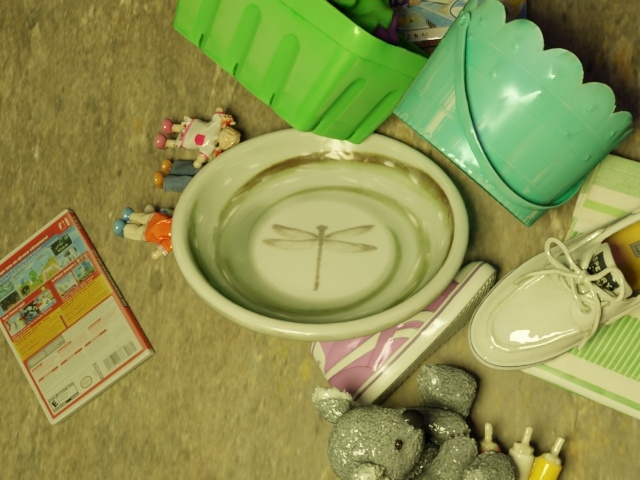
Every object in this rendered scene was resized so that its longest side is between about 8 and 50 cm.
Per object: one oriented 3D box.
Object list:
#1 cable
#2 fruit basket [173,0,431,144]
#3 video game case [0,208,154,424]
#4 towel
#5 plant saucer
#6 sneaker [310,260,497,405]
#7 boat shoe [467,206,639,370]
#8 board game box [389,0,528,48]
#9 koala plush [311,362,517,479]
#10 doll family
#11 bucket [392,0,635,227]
[{"bbox_3d":[0.234,0.382,1.117,0.139,0.072,0.287,8,83,21],"label":"cable"},{"bbox_3d":[0.001,-0.368,1.161,0.392,0.283,0.392,-1,88,33],"label":"fruit basket"},{"bbox_3d":[-0.416,0.121,1.367,0.204,0.025,0.285,-36,74,8],"label":"video game case"},{"bbox_3d":[0.428,0.067,1.130,0.247,0.038,0.325,22,87,17],"label":"towel"},{"bbox_3d":[0.000,0.000,1.168,0.400,0.101,0.401,-1,45,1],"label":"plant saucer"},{"bbox_3d":[0.103,0.096,1.185,0.282,0.102,0.161,-43,70,6],"label":"sneaker"},{"bbox_3d":[0.346,0.048,1.053,0.367,0.156,0.136,-28,75,8],"label":"boat shoe"},{"bbox_3d":[0.203,-0.360,1.257,0.201,0.035,0.136,-3,81,16],"label":"board game box"},{"bbox_3d":[0.092,0.271,1.077,0.203,0.221,0.196,-43,48,26],"label":"koala plush"},{"bbox_3d":[-0.184,-0.070,1.299,0.163,0.118,0.263,9,66,23],"label":"doll family"},{"bbox_3d":[0.242,-0.160,1.101,0.281,0.281,0.183,43,100,17],"label":"bucket"}]
